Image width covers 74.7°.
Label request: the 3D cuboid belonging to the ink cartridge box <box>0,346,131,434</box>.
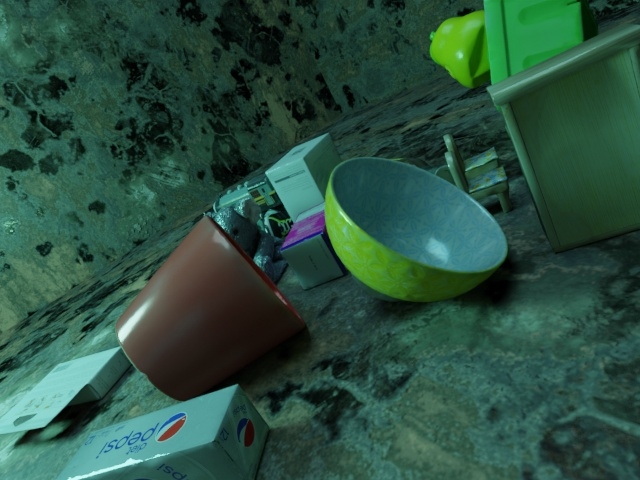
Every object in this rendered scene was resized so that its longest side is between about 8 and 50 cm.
[{"bbox_3d":[-0.624,0.378,1.010,0.275,0.060,0.239,-19,23,26],"label":"ink cartridge box"}]

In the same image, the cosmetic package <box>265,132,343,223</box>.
[{"bbox_3d":[-0.013,-0.165,1.246,0.138,0.224,0.224,-15,24,29],"label":"cosmetic package"}]

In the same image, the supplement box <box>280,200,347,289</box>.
[{"bbox_3d":[0.000,0.000,0.986,0.114,0.111,0.220,-23,20,20],"label":"supplement box"}]

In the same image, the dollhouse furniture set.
[{"bbox_3d":[0.392,-0.200,0.710,0.362,0.256,0.394,-20,21,24],"label":"dollhouse furniture set"}]

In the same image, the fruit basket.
[{"bbox_3d":[0.439,-0.429,1.003,0.392,0.282,0.392,-7,3,0],"label":"fruit basket"}]

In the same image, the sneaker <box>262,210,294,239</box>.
[{"bbox_3d":[-0.107,-0.059,1.304,0.097,0.084,0.234,-14,14,15],"label":"sneaker"}]

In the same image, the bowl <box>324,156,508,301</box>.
[{"bbox_3d":[0.126,0.005,0.677,0.289,0.290,0.156,-58,-8,-54],"label":"bowl"}]

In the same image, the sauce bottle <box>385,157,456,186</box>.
[{"bbox_3d":[0.211,-0.157,1.081,0.111,0.111,0.344,-34,19,-13],"label":"sauce bottle"}]

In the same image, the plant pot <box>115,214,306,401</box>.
[{"bbox_3d":[-0.203,0.132,0.758,0.243,0.275,0.275,-42,21,-7],"label":"plant pot"}]

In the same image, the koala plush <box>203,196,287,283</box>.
[{"bbox_3d":[-0.205,-0.001,1.111,0.196,0.221,0.203,-18,22,31],"label":"koala plush"}]

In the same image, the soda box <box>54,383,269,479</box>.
[{"bbox_3d":[-0.220,0.300,0.579,0.286,0.091,0.098,-23,19,17],"label":"soda box"}]

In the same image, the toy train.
[{"bbox_3d":[-0.235,-0.121,1.504,0.334,0.190,0.142,-17,23,33],"label":"toy train"}]
